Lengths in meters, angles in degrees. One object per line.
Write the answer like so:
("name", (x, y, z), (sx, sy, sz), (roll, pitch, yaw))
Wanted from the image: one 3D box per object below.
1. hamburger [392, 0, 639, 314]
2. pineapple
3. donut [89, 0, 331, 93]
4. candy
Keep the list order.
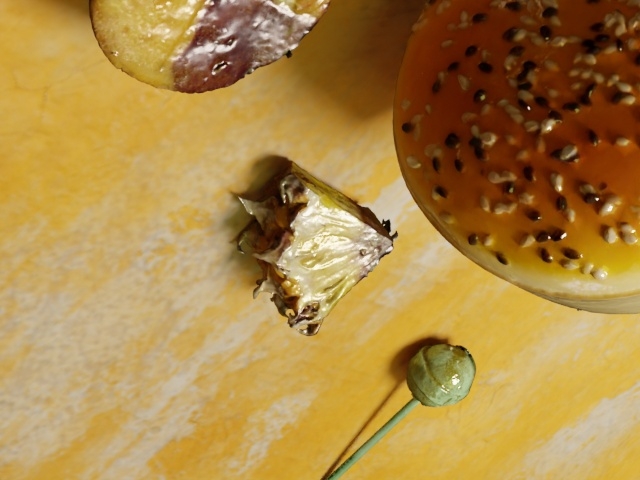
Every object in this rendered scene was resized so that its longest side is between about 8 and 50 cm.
("hamburger", (0.194, -0.097, 1.088), (0.300, 0.300, 0.176), (-32, 154, 2))
("pineapple", (0.000, 0.000, 1.231), (0.116, 0.069, 0.137), (-15, 135, -15))
("donut", (-0.064, -0.182, 1.011), (0.166, 0.073, 0.184), (10, 124, -35))
("candy", (0.063, 0.161, 1.449), (0.061, 0.061, 0.202), (14, 131, -38))
